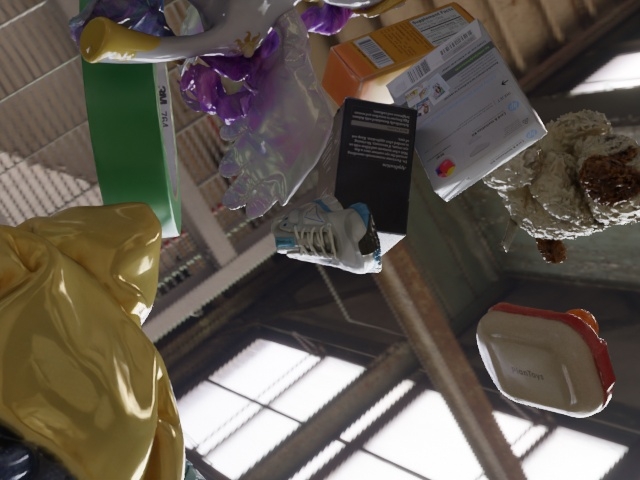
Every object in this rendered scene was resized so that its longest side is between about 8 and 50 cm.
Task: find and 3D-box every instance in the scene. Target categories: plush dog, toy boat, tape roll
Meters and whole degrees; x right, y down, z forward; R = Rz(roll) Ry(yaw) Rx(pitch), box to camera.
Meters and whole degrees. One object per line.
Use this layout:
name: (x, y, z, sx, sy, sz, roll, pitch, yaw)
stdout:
plush dog: (0.379, -0.073, 1.321, 0.262, 0.225, 0.211, -18, -82, -40)
toy boat: (0.338, 0.150, 1.385, 0.151, 0.231, 0.151, -30, -71, -28)
tape roll: (-0.222, -0.161, 1.156, 0.077, 0.321, 0.321, -5, -85, -5)

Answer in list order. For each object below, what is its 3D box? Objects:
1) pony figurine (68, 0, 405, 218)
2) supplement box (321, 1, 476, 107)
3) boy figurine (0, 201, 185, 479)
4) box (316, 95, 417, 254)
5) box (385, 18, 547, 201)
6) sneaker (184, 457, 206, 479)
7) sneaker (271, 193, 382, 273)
pony figurine: (-0.077, -0.232, 1.010, 0.363, 0.351, 0.303, 3, -126, -52)
supplement box: (0.118, -0.253, 1.342, 0.233, 0.078, 0.080, -23, -119, -28)
boy figurine: (-0.126, 0.064, 0.396, 0.092, 0.285, 0.177, -33, -61, 20)
box: (0.051, -0.070, 1.180, 0.093, 0.156, 0.158, 9, -103, -8)
box: (0.172, -0.160, 1.167, 0.145, 0.186, 0.038, -35, -41, 19)
sneaker: (-0.176, 0.398, 1.350, 0.127, 0.319, 0.208, -45, -53, -21)
sneaker: (0.000, 0.000, 0.955, 0.083, 0.190, 0.071, -13, -80, -17)
